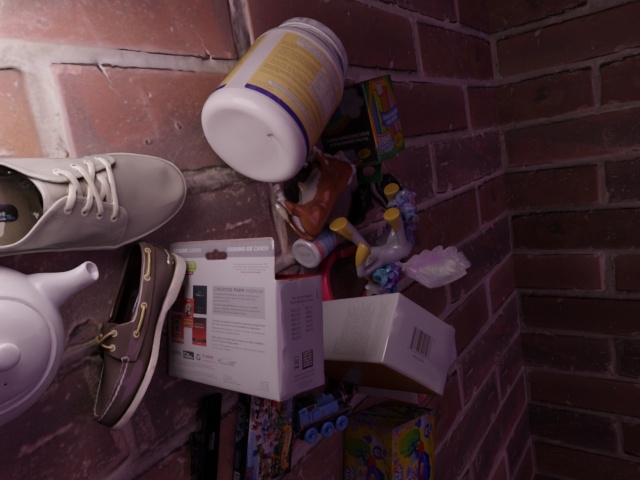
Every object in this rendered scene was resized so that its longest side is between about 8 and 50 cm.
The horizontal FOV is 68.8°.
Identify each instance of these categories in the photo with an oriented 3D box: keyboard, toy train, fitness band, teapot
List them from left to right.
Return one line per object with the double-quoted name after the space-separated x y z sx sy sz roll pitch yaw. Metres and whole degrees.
-0.452 0.149 0.612 0.252 0.186 0.256 8 83 -51 "teapot"
-0.250 0.428 0.994 0.100 0.038 0.192 26 65 -74 "keyboard"
-0.001 0.460 1.239 0.184 0.080 0.105 -8 96 -33 "toy train"
0.094 0.117 1.430 0.290 0.054 0.209 -12 100 -51 "fitness band"

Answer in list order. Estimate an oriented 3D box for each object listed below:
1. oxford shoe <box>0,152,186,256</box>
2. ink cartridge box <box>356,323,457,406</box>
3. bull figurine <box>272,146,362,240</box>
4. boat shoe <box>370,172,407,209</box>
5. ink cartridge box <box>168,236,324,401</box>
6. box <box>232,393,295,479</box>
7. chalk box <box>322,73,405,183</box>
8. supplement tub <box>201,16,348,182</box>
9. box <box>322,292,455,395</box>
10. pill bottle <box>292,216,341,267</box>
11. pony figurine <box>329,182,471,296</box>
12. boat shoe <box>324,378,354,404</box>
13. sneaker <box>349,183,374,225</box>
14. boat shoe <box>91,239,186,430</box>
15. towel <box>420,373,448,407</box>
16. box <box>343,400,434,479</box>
-0.387 -0.065 0.741 0.449 0.130 0.169 -17 87 -53 "oxford shoe"
0.278 0.381 1.508 0.306 0.226 0.131 -23 106 -50 "ink cartridge box"
-0.008 -0.153 1.232 0.188 0.101 0.311 37 58 -24 "bull figurine"
0.248 -0.171 1.600 0.254 0.079 0.095 32 56 -57 "boat shoe"
-0.151 0.133 0.897 0.130 0.309 0.272 0 89 -52 "ink cartridge box"
-0.130 0.451 1.125 0.159 0.044 0.233 12 79 -51 "box"
0.124 -0.314 1.383 0.179 0.180 0.289 -35 117 -47 "chalk box"
-0.089 -0.322 1.057 0.241 0.240 0.332 53 50 -36 "supplement tub"
0.125 0.263 1.185 0.215 0.345 0.169 33 63 -27 "box"
0.000 0.000 1.279 0.160 0.087 0.087 -44 122 -44 "pill bottle"
0.215 0.025 1.346 0.350 0.303 0.364 -34 134 -14 "pony figurine"
0.060 0.439 1.350 0.073 0.073 0.207 43 57 -46 "boat shoe"
0.125 -0.123 1.480 0.170 0.051 0.089 -48 125 -48 "sneaker"
-0.336 0.157 0.823 0.096 0.116 0.325 35 58 -40 "boat shoe"
0.395 0.506 1.806 0.370 0.040 0.272 -22 105 -50 "towel"
0.218 0.685 1.458 0.279 0.176 0.290 6 83 -51 "box"
